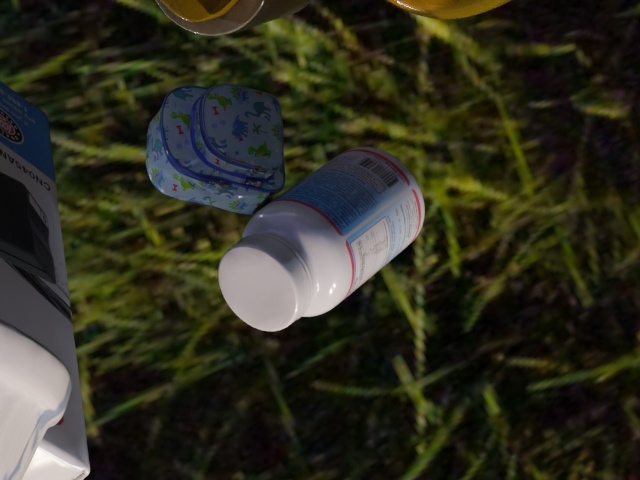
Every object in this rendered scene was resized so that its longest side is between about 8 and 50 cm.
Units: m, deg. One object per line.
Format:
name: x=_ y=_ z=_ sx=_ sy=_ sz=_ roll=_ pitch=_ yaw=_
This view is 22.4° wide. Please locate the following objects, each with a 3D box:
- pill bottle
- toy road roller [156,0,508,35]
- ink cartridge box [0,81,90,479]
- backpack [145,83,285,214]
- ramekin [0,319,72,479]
pill bottle: x=0.000 y=0.000 z=1.148 sx=0.087 sy=0.160 sz=0.087 roll=18 pitch=123 yaw=29
toy road roller: x=0.043 y=-0.252 z=1.314 sx=0.329 sy=0.202 sz=0.240 roll=-41 pitch=86 yaw=27
ink cartridge box: x=-0.335 y=0.006 z=1.175 sx=0.166 sy=0.285 sz=0.395 roll=-36 pitch=43 yaw=19
backpack: x=-0.089 y=-0.086 z=1.403 sx=0.084 sy=0.114 sz=0.105 roll=129 pitch=143 yaw=-53
ramekin: x=-0.270 y=0.086 z=0.808 sx=0.273 sy=0.273 sz=0.127 roll=-1 pitch=65 yaw=44
